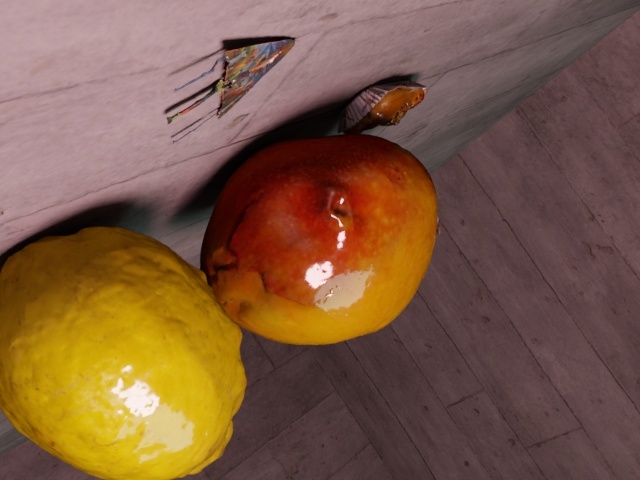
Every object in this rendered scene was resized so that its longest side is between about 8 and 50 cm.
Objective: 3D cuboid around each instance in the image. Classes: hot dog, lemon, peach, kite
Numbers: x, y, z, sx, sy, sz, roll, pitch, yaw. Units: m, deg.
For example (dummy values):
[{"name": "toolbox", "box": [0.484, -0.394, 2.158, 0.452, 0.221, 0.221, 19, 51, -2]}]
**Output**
[{"name": "hot dog", "box": [0.098, -0.203, 1.193, 0.108, 0.059, 0.191, -33, 178, 37]}, {"name": "lemon", "box": [-0.229, 0.138, 0.896, 0.285, 0.316, 0.285, -33, 173, -5]}, {"name": "peach", "box": [0.000, -0.003, 1.096, 0.372, 0.290, 0.372, -5, -177, 0]}, {"name": "kite", "box": [-0.086, -0.160, 0.767, 0.160, 0.010, 0.183, -36, 178, -14]}]
